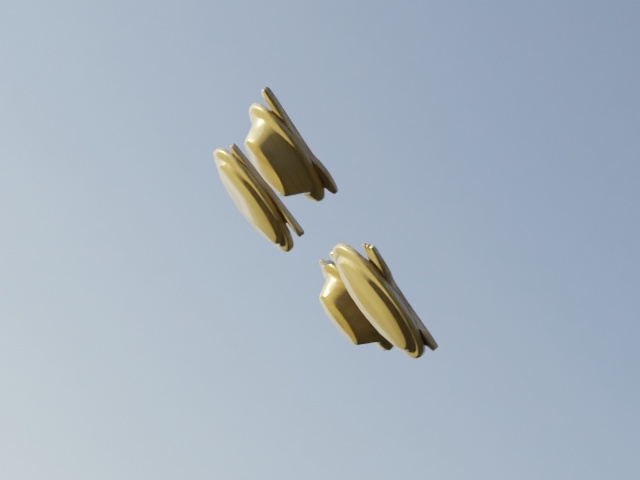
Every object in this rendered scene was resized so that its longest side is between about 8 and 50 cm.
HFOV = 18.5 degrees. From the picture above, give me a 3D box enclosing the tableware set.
[{"bbox_3d":[0.000,0.000,0.947,0.141,0.020,0.168,53,-12,0],"label":"tableware set"}]
